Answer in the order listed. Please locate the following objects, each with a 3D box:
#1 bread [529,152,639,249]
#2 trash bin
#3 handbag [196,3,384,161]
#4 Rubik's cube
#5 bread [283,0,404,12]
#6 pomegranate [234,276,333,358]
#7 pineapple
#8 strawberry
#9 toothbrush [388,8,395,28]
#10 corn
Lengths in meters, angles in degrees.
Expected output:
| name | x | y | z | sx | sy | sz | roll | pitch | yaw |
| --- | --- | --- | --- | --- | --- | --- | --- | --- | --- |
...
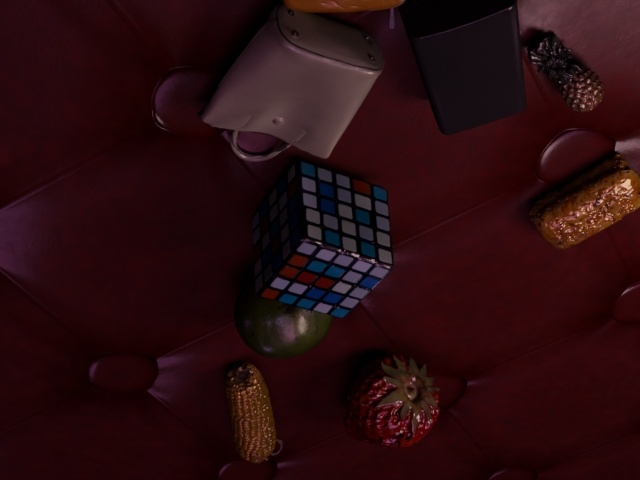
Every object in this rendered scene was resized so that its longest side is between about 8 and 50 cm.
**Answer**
| name | x | y | z | sx | sy | sz | roll | pitch | yaw |
| --- | --- | --- | --- | --- | --- | --- | --- | --- | --- |
| bread | 0.500 | -0.068 | 1.918 | 0.211 | 0.083 | 0.114 | -35 | 128 | 20 |
| trash bin | 0.229 | -0.292 | 1.615 | 0.165 | 0.115 | 0.225 | -18 | 140 | 5 |
| handbag | -0.053 | -0.213 | 1.636 | 0.241 | 0.109 | 0.315 | 15 | 134 | -25 |
| Rubik's cube | 0.000 | 0.000 | 1.790 | 0.187 | 0.184 | 0.182 | 18 | 138 | -24 |
| bread | 0.039 | -0.383 | 1.495 | 0.200 | 0.077 | 0.116 | -1 | 131 | -3 |
| pomegranate | -0.075 | 0.107 | 1.919 | 0.187 | 0.187 | 0.225 | -8 | 107 | -4 |
| pineapple | 0.401 | -0.278 | 1.695 | 0.074 | 0.074 | 0.159 | -38 | 122 | 24 |
| strawberry | 0.136 | 0.358 | 2.205 | 0.205 | 0.205 | 0.244 | 14 | 145 | -25 |
| toothbrush | 0.108 | -0.377 | 1.567 | 0.011 | 0.013 | 0.131 | -7 | 139 | -1 |
| corn | -0.149 | 0.376 | 2.213 | 0.106 | 0.106 | 0.293 | -9 | 136 | -3 |
